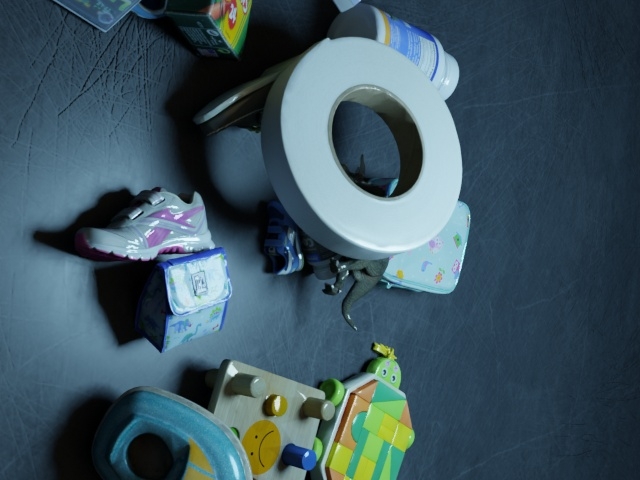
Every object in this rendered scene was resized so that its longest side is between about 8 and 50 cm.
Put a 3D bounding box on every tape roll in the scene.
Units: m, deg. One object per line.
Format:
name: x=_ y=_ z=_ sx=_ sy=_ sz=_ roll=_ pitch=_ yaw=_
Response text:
tape roll: x=0.079 y=-0.161 z=1.519 sx=0.392 sy=0.072 sz=0.392 roll=9 pitch=74 yaw=-32

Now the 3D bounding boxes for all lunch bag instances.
lunch bag: x=0.181 y=-0.002 z=1.812 sx=0.279 sy=0.108 sz=0.224 roll=16 pitch=84 yaw=-42
lunch bag: x=-0.214 y=0.087 z=1.404 sx=0.129 sy=0.096 sz=0.151 roll=-17 pitch=131 yaw=-45

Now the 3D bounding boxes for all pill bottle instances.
pill bottle: x=0.000 y=0.000 z=1.656 sx=0.078 sy=0.078 sz=0.137 roll=-36 pitch=114 yaw=-38
pill bottle: x=0.150 y=-0.359 z=1.748 sx=0.272 sy=0.152 sz=0.152 roll=11 pitch=83 yaw=-44

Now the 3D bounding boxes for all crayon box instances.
crayon box: x=-0.161 y=-0.477 z=1.423 sx=0.202 sy=0.081 sz=0.318 roll=43 pitch=55 yaw=-78

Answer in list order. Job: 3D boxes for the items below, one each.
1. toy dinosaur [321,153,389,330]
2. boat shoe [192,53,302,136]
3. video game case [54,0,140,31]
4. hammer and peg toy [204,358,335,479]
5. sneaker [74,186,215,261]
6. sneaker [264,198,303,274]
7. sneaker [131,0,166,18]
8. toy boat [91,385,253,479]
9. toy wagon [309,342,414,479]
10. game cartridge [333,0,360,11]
toy dinosaur: x=0.071 y=0.010 z=1.588 sx=0.160 sy=0.121 sz=0.313 roll=-19 pitch=99 yaw=-30
boat shoe: x=-0.096 y=-0.244 z=1.539 sx=0.305 sy=0.109 sz=0.091 roll=-38 pitch=111 yaw=-41
video game case: x=-0.336 y=-0.400 z=1.265 sx=0.190 sy=0.173 sz=0.022 roll=28 pitch=44 yaw=-40
hammer and peg toy: x=-0.119 y=0.408 z=1.513 sx=0.266 sy=0.127 sz=0.361 roll=27 pitch=72 yaw=-43
sneaker: x=-0.278 y=-0.027 z=1.379 sx=0.252 sy=0.103 sz=0.111 roll=-9 pitch=95 yaw=-52
sneaker: x=-0.073 y=-0.003 z=1.603 sx=0.059 sy=0.053 sz=0.144 roll=-25 pitch=107 yaw=-39
sneaker: x=-0.319 y=-0.414 z=1.336 sx=0.237 sy=0.086 sz=0.085 roll=22 pitch=77 yaw=-41
toy boat: x=-0.252 y=0.396 z=1.322 sx=0.318 sy=0.267 sz=0.148 roll=-62 pitch=172 yaw=1
toy wagon: x=0.092 y=0.369 z=1.757 sx=0.267 sy=0.068 sz=0.344 roll=38 pitch=65 yaw=-38
game cartridge: x=-0.042 y=-0.589 z=1.537 sx=0.355 sy=0.068 sz=0.230 roll=51 pitch=14 yaw=-32
